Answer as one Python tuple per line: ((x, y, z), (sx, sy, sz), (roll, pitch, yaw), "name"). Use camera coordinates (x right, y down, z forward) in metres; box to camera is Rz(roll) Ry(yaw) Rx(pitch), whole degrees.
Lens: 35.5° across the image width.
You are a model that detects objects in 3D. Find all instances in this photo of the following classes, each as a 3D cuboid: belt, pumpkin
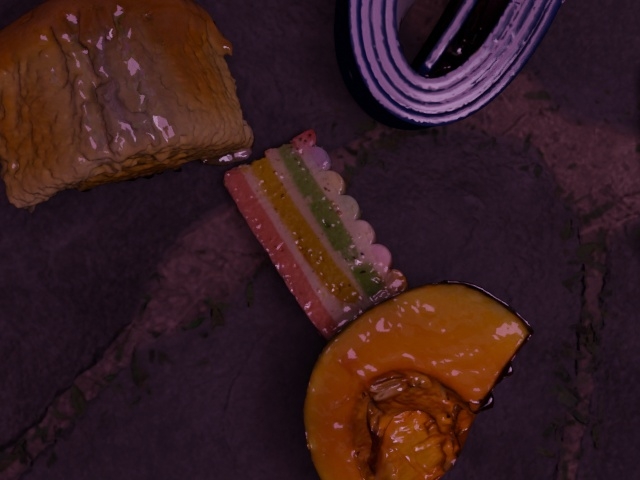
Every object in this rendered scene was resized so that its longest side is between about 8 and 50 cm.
((0.136, -0.280, 1.003), (0.212, 0.117, 0.347), (24, 92, -6), "belt")
((0.069, 0.164, 1.005), (0.169, 0.148, 0.312), (28, 99, 3), "pumpkin")

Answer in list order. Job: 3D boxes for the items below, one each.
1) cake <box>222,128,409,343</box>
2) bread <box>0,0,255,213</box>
((0.000, 0.001, 1.016), (0.109, 0.090, 0.225), (-32, 94, 1), "cake")
((-0.200, -0.155, 0.959), (0.262, 0.162, 0.204), (-19, 83, -18), "bread")
